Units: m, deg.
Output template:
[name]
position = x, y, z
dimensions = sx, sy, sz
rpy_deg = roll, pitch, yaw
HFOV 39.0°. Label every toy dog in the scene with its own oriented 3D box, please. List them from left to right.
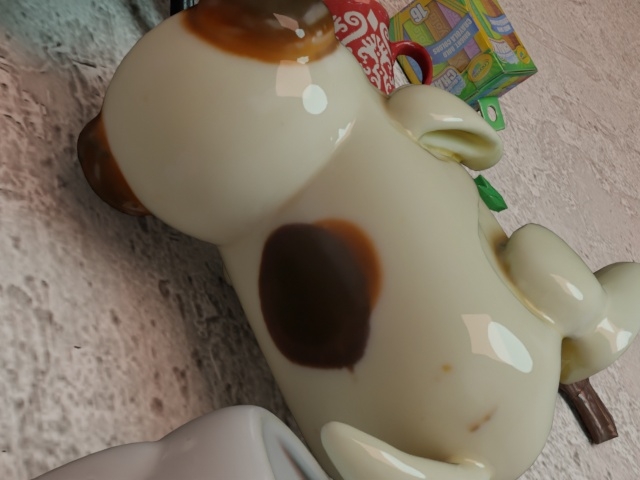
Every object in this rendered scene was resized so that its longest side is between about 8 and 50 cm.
[toy dog]
position = 0.000, 0.000, 0.706
dimensions = 0.408, 0.284, 0.395
rpy_deg = 50, 37, 0

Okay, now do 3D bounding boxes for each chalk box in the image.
[chalk box]
position = 0.211, -0.255, 1.293
dimensions = 0.132, 0.132, 0.213
rpy_deg = -20, 78, -56

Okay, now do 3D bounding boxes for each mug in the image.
[mug]
position = 0.052, -0.183, 1.026
dimensions = 0.113, 0.150, 0.169
rpy_deg = 60, 21, -59

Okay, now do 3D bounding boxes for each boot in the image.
[boot]
position = 0.354, 0.198, 1.173
dimensions = 0.106, 0.037, 0.114
rpy_deg = -33, 86, -44

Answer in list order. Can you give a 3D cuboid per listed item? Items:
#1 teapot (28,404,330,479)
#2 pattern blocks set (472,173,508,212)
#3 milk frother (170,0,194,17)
[teapot]
position = -0.055, 0.233, 0.500
dimensions = 0.256, 0.187, 0.252
rpy_deg = 57, 1, 34
[pattern blocks set]
position = 0.156, 0.001, 1.092
dimensions = 0.285, 0.026, 0.325
rpy_deg = 49, 38, -12
[milk frother]
position = -0.099, -0.234, 0.924
dimensions = 0.129, 0.143, 0.134
rpy_deg = -4, 104, -14
